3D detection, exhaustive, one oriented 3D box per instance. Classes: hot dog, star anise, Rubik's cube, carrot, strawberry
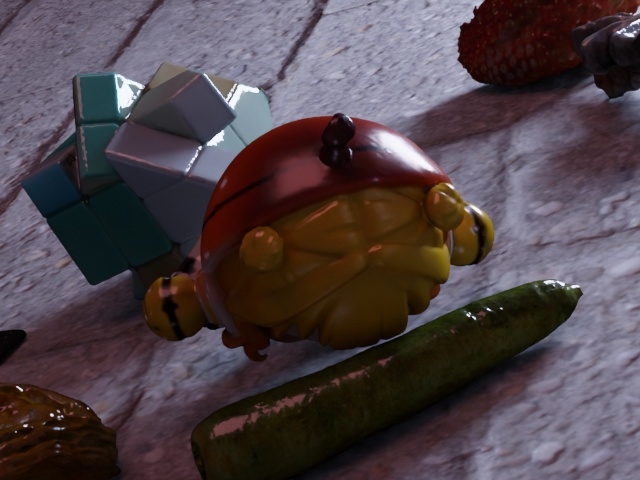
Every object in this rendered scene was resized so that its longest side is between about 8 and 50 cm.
[{"bbox_3d":[-0.289,0.190,1.542,0.259,0.114,0.175,-33,26,-31],"label":"hot dog"},{"bbox_3d":[0.373,-0.191,1.945,0.257,0.111,0.198,2,13,30],"label":"star anise"},{"bbox_3d":[-0.148,-0.076,1.895,0.213,0.265,0.224,-25,17,34],"label":"Rubik's cube"},{"bbox_3d":[0.062,0.111,1.509,0.358,0.074,0.074,-23,21,-18],"label":"carrot"},{"bbox_3d":[0.264,-0.248,2.126,0.175,0.236,0.107,19,32,-8],"label":"strawberry"}]

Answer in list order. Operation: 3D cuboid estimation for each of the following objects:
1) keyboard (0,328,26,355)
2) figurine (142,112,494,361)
[{"bbox_3d":[-0.414,0.171,1.799,0.103,0.041,0.381,-9,23,26],"label":"keyboard"},{"bbox_3d":[-0.002,-0.004,1.609,0.320,0.196,0.323,-15,1,-15],"label":"figurine"}]
